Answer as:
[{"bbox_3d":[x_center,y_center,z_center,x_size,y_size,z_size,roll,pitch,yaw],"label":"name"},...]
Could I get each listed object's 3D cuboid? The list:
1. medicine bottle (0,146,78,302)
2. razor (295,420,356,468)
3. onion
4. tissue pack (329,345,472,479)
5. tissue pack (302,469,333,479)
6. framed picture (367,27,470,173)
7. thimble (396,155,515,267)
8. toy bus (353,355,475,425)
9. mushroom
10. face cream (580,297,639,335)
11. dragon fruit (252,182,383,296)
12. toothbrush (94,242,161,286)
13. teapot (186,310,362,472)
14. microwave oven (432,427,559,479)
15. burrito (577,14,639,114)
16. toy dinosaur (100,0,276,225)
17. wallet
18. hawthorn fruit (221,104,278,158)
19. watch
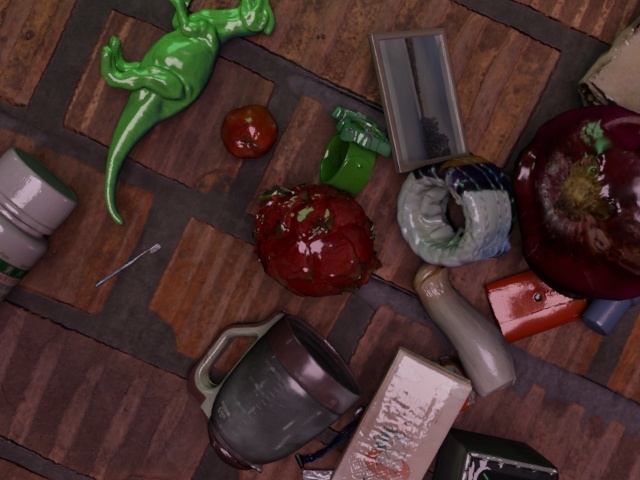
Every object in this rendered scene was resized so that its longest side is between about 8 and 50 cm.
[{"bbox_3d":[-0.671,-0.010,1.837,0.208,0.208,0.339,42,91,-3],"label":"medicine bottle"},{"bbox_3d":[0.017,0.447,1.977,0.154,0.044,0.028,-34,123,-3],"label":"razor"},{"bbox_3d":[0.614,-0.089,1.850,0.420,0.398,0.398,-17,94,-39],"label":"onion"},{"bbox_3d":[0.160,0.396,1.837,0.170,0.071,0.325,28,96,0],"label":"tissue pack"},{"bbox_3d":[0.019,0.599,1.983,0.122,0.026,0.193,2,92,-2],"label":"tissue pack"},{"bbox_3d":[0.211,-0.298,1.895,0.213,0.016,0.289,-14,94,-35],"label":"framed picture"},{"bbox_3d":[0.281,-0.053,1.852,0.150,0.237,0.237,-16,94,-40],"label":"thimble"},{"bbox_3d":[0.210,0.359,1.932,0.265,0.120,0.121,-32,95,0],"label":"toy bus"},{"bbox_3d":[0.306,0.186,1.926,0.122,0.159,0.328,-34,84,-6],"label":"mushroom"},{"bbox_3d":[0.703,0.038,1.953,0.135,0.086,0.385,40,82,-3],"label":"face cream"},{"bbox_3d":[0.000,0.000,1.847,0.299,0.244,0.244,21,92,-26],"label":"dragon fruit"},{"bbox_3d":[-0.416,0.055,1.948,0.167,0.011,0.014,-33,99,-1],"label":"toothbrush"},{"bbox_3d":[-0.125,0.308,1.886,0.312,0.233,0.315,-43,64,5],"label":"teapot"},{"bbox_3d":[0.344,0.600,1.873,0.218,0.286,0.355,13,88,-4],"label":"microwave oven"},{"bbox_3d":[0.697,-0.389,1.907,0.190,0.135,0.332,43,87,-12],"label":"burrito"},{"bbox_3d":[-0.275,-0.292,1.901,0.374,0.144,0.500,-4,96,-14],"label":"toy dinosaur"},{"bbox_3d":[0.474,0.131,1.968,0.204,0.045,0.142,-18,94,-1],"label":"wallet"},{"bbox_3d":[-0.150,-0.226,1.894,0.128,0.128,0.128,0,93,-2],"label":"hawthorn fruit"},{"bbox_3d":[0.066,-0.180,1.901,0.131,0.165,0.152,19,114,-24],"label":"watch"}]
